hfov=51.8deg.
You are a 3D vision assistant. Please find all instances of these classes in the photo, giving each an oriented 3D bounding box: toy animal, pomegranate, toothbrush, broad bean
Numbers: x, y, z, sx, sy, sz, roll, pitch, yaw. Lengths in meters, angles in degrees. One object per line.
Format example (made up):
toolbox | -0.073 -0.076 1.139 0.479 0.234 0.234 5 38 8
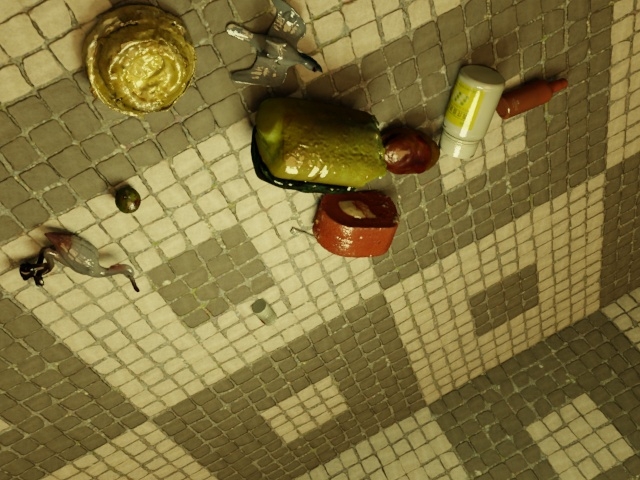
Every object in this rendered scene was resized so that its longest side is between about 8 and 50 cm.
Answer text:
toy animal | -0.113 -0.474 1.657 0.255 0.176 0.239 31 111 -7
pomegranate | -0.515 -0.102 1.777 0.073 0.073 0.084 -27 137 -5
toy animal | -0.657 0.057 1.831 0.324 0.090 0.195 5 133 -21
toothbrush | 0.000 0.000 2.199 0.257 0.018 0.024 18 122 -39
broad bean | 0.272 -0.266 2.030 0.229 0.122 0.156 16 118 -35

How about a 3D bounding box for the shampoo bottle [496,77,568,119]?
shampoo bottle | 0.679 -0.463 2.107 0.244 0.085 0.085 -22 137 -12

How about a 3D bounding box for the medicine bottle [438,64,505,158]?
medicine bottle | 0.453 -0.388 2.003 0.143 0.143 0.258 -8 132 -24

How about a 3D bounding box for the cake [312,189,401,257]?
cake | 0.121 -0.052 2.103 0.283 0.177 0.150 -2 130 -26

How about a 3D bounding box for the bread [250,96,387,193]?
bread | -0.004 -0.257 1.792 0.377 0.208 0.251 5 85 -30

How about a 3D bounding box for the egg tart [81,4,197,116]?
egg tart | -0.413 -0.406 1.537 0.279 0.095 0.278 -15 133 -17

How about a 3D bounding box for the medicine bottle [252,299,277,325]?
medicine bottle | -0.194 0.252 2.294 0.058 0.058 0.091 -32 137 1
